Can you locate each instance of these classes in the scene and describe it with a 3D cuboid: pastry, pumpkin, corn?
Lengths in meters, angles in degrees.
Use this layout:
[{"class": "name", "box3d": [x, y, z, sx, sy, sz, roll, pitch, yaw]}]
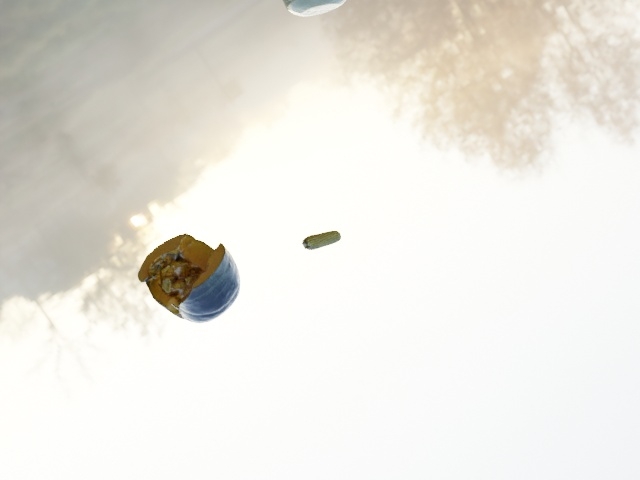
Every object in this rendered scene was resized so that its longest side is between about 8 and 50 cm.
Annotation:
[{"class": "pastry", "box3d": [-0.014, -0.561, 2.504, 0.157, 0.091, 0.156, -17, 178, 0]}, {"class": "pumpkin", "box3d": [-0.184, 0.065, 1.673, 0.119, 0.107, 0.183, -51, -144, -14]}, {"class": "corn", "box3d": [0.000, 0.000, 1.938, 0.083, 0.027, 0.028, -14, 180, -38]}]
